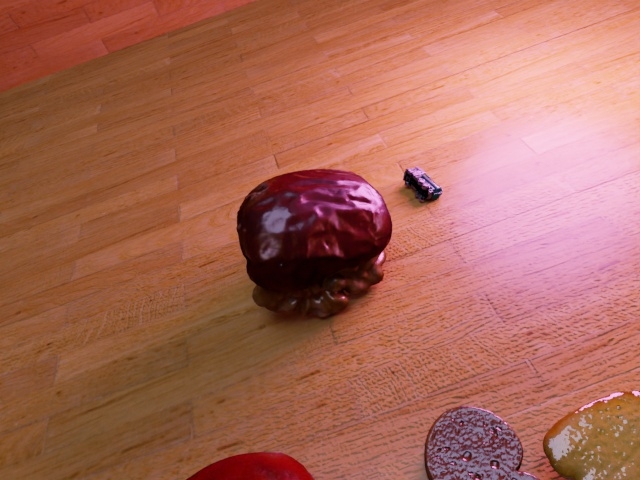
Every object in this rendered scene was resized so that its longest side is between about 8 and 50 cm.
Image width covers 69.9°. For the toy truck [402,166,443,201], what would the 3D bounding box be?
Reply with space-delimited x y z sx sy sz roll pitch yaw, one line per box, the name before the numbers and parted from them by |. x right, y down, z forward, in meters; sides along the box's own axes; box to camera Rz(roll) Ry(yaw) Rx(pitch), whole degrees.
toy truck | 0.203 -0.113 0.909 0.044 0.039 0.083 -15 45 -19

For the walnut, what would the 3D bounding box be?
walnut | 0.000 0.000 0.769 0.268 0.222 0.244 -16 78 -8

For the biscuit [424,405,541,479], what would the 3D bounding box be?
biscuit | 0.199 0.287 0.555 0.124 0.026 0.175 -25 46 -4

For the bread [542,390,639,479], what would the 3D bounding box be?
bread | 0.355 0.255 0.516 0.187 0.065 0.149 -20 57 -5

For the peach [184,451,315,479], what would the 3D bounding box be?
peach | -0.102 0.381 0.454 0.361 0.201 0.258 -43 77 -9
